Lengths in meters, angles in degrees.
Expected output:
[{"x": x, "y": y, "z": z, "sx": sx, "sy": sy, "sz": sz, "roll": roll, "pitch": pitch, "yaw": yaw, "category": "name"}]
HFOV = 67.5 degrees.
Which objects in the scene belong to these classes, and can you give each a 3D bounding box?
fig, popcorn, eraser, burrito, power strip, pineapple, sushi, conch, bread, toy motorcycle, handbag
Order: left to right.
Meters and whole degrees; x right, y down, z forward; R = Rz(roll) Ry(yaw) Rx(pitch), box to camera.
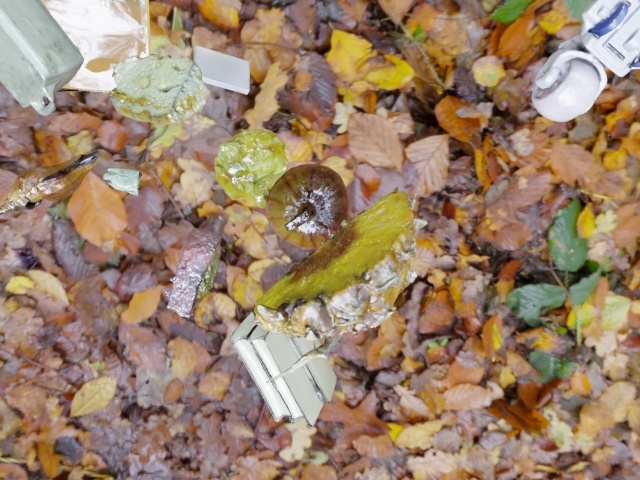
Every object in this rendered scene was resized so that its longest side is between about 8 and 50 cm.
[{"x": -0.307, "y": -0.234, "z": 0.401, "sx": 0.272, "sy": 0.078, "sz": 0.052, "roll": 55, "pitch": 47, "yaw": -21, "category": "power strip"}, {"x": -0.597, "y": -0.132, "z": 1.056, "sx": 0.232, "sy": 0.080, "sz": 0.086, "roll": -27, "pitch": 80, "yaw": -9, "category": "conch"}, {"x": -0.615, "y": -0.187, "z": 1.489, "sx": 0.118, "sy": 0.044, "sz": 0.074, "roll": 11, "pitch": 84, "yaw": -3, "category": "burrito"}, {"x": -0.297, "y": -0.276, "z": 0.885, "sx": 0.088, "sy": 0.232, "sz": 0.128, "roll": 25, "pitch": 85, "yaw": -55, "category": "bread"}, {"x": -0.337, "y": 0.072, "z": 1.299, "sx": 0.107, "sy": 0.241, "sz": 0.161, "roll": 17, "pitch": 133, "yaw": -1, "category": "sushi"}, {"x": -0.262, "y": -0.452, "z": 1.268, "sx": 0.150, "sy": 0.023, "sz": 0.104, "roll": 9, "pitch": 63, "yaw": -26, "category": "eraser"}, {"x": -0.223, "y": -0.238, "z": 1.618, "sx": 0.276, "sy": 0.225, "sz": 0.277, "roll": 6, "pitch": 114, "yaw": 13, "category": "popcorn"}, {"x": -0.090, "y": 0.360, "z": 1.476, "sx": 0.160, "sy": 0.237, "sz": 0.359, "roll": -9, "pitch": 117, "yaw": 31, "category": "handbag"}, {"x": -0.028, "y": -0.089, "z": 1.299, "sx": 0.235, "sy": 0.214, "sz": 0.235, "roll": 2, "pitch": 84, "yaw": -22, "category": "fig"}, {"x": 0.057, "y": 0.080, "z": 0.693, "sx": 0.334, "sy": 0.161, "sz": 0.158, "roll": -34, "pitch": 121, "yaw": -22, "category": "pineapple"}, {"x": 0.343, "y": -0.250, "z": 0.543, "sx": 0.112, "sy": 0.112, "sz": 0.254, "roll": 28, "pitch": 119, "yaw": -19, "category": "toy motorcycle"}]

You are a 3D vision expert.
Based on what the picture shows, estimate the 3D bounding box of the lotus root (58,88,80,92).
[{"x": -0.757, "y": -0.543, "z": 1.416, "sx": 0.397, "sy": 0.179, "sz": 0.196, "roll": -21, "pitch": 154, "yaw": -39, "category": "lotus root"}]

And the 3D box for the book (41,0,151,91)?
[{"x": -0.575, "y": -0.562, "z": 1.225, "sx": 0.262, "sy": 0.028, "sz": 0.374, "roll": 2, "pitch": 129, "yaw": -13, "category": "book"}]
